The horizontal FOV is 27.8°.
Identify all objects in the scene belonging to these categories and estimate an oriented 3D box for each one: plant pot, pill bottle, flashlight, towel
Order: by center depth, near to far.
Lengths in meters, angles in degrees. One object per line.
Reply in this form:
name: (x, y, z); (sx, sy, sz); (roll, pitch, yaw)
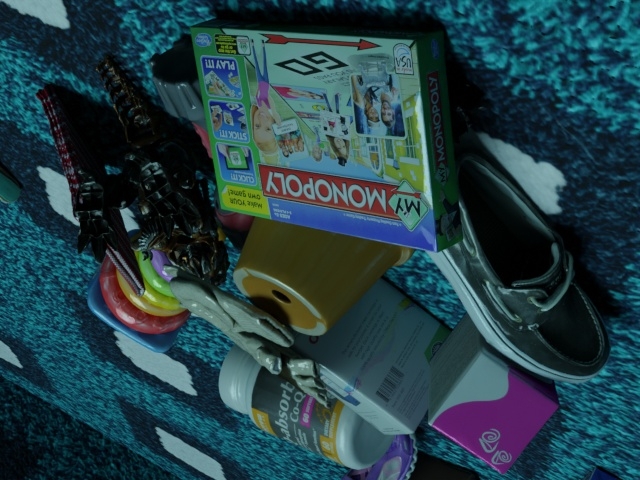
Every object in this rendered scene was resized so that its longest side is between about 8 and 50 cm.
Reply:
plant pot: (0.000, 0.000, 1.517); (0.205, 0.188, 0.205); (28, 157, 13)
flashlight: (-0.120, -0.112, 1.574); (0.103, 0.103, 0.304); (60, 178, 43)
towel: (-0.321, -0.071, 1.809); (0.275, 0.031, 0.199); (65, -179, 39)
pill bottle: (-0.019, 0.252, 2.093); (0.278, 0.162, 0.162); (16, 152, 34)

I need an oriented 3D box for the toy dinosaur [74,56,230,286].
toy dinosaur: (-0.220, -0.070, 1.680); (0.164, 0.218, 0.322); (-39, 97, 24)

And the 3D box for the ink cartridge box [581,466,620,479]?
ink cartridge box: (0.427, 0.410, 1.973); (0.097, 0.046, 0.207); (29, 157, 7)

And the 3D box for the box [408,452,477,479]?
box: (0.239, 0.543, 2.376); (0.191, 0.143, 0.381); (14, 149, 40)

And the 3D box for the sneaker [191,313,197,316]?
sneaker: (-0.227, 0.110, 2.221); (0.061, 0.054, 0.152); (38, 157, -18)

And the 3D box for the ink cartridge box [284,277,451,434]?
ink cartridge box: (0.065, 0.143, 1.765); (0.212, 0.154, 0.093); (38, 160, -13)

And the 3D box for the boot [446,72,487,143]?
boot: (0.099, -0.139, 1.293); (0.121, 0.045, 0.099); (31, 157, 1)

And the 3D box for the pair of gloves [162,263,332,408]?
pair of gloves: (-0.093, 0.120, 1.630); (0.204, 0.042, 0.240); (26, 164, 36)

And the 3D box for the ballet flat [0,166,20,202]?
ballet flat: (-0.576, -0.122, 2.213); (0.052, 0.057, 0.168); (27, 159, 40)

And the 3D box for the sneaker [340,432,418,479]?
sneaker: (0.082, 0.401, 2.193); (0.104, 0.236, 0.095); (-1, -151, -48)

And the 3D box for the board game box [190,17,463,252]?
board game box: (0.001, -0.116, 1.335); (0.317, 0.046, 0.213); (11, 117, 43)

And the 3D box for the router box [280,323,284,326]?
router box: (0.029, 0.144, 1.877); (0.179, 0.046, 0.133); (31, 137, -15)

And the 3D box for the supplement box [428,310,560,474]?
supplement box: (0.204, 0.168, 1.551); (0.111, 0.114, 0.220); (35, -167, -3)

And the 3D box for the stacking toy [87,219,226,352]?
stacking toy: (-0.220, 0.033, 1.960); (0.165, 0.175, 0.302); (35, 146, -13)

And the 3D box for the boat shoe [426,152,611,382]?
boat shoe: (0.213, 0.038, 1.398); (0.335, 0.121, 0.119); (44, 160, -19)
